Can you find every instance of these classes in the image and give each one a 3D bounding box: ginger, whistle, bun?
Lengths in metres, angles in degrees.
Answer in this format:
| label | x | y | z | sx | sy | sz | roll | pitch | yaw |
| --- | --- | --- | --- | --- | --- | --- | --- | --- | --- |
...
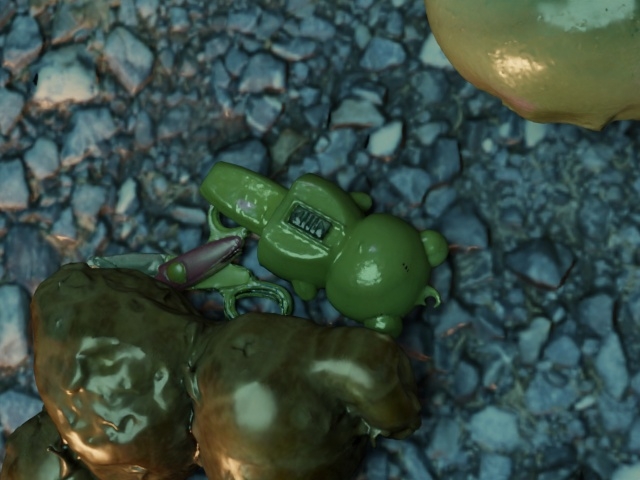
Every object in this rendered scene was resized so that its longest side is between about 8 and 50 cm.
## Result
| label | x | y | z | sx | sy | sz | roll | pitch | yaw |
| --- | --- | --- | --- | --- | --- | --- | --- | --- | --- |
| ginger | -0.097 | 0.140 | 1.292 | 0.375 | 0.176 | 0.256 | -2 | 102 | 19 |
| whistle | 0.000 | 0.000 | 1.301 | 0.227 | 0.085 | 0.105 | 28 | 80 | 17 |
| bun | 0.220 | -0.170 | 1.168 | 0.283 | 0.283 | 0.179 | -7 | 121 | 20 |

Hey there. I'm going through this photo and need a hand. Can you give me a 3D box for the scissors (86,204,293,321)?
| label | x | y | z | sx | sy | sz | roll | pitch | yaw |
| --- | --- | --- | --- | --- | --- | --- | --- | --- | --- |
| scissors | -0.118 | 0.028 | 1.381 | 0.187 | 0.020 | 0.133 | -11 | 85 | 18 |
